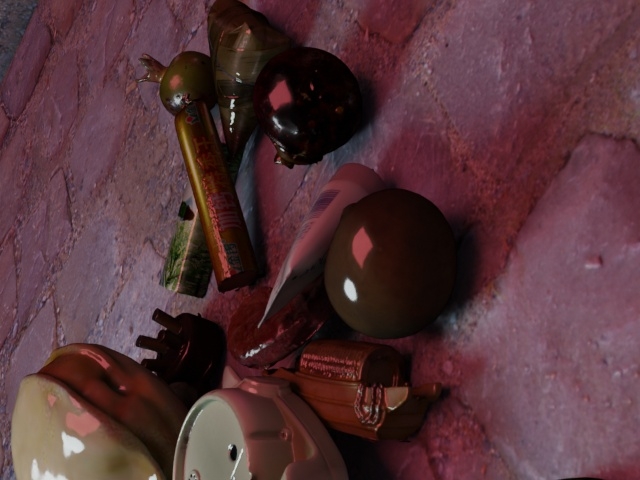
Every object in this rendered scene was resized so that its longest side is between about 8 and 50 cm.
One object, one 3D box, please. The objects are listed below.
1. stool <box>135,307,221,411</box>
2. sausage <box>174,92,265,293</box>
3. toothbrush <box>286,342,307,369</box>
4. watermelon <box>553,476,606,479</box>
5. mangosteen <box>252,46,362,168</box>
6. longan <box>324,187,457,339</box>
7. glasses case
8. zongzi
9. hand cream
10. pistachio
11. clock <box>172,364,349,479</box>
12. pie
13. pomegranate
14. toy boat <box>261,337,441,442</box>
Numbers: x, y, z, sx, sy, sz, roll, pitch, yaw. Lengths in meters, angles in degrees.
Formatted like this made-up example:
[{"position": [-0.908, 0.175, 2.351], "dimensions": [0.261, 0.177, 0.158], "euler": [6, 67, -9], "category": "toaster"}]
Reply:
[{"position": [-0.232, 0.206, 1.674], "dimensions": [0.125, 0.121, 0.217], "euler": [-34, 46, 43], "category": "stool"}, {"position": [-0.177, -0.093, 1.686], "dimensions": [0.082, 0.082, 0.371], "euler": [-40, 58, 41], "category": "sausage"}, {"position": [-0.012, 0.124, 1.478], "dimensions": [0.162, 0.014, 0.017], "euler": [-63, 16, 19], "category": "toothbrush"}, {"position": [0.194, 0.372, 0.934], "dimensions": [0.331, 0.189, 0.330], "euler": [-21, 61, 44], "category": "watermelon"}, {"position": [-0.024, -0.199, 1.498], "dimensions": [0.184, 0.173, 0.172], "euler": [-178, 102, -76], "category": "mangosteen"}, {"position": [0.083, 0.030, 1.239], "dimensions": [0.189, 0.189, 0.189], "euler": [-27, 56, 48], "category": "longan"}, {"position": [-0.216, -0.041, 1.796], "dimensions": [0.095, 0.062, 0.272], "euler": [13, 88, 56], "category": "glasses case"}, {"position": [-0.148, -0.283, 1.764], "dimensions": [0.221, 0.112, 0.242], "euler": [55, 133, 53], "category": "zongzi"}, {"position": [0.000, 0.000, 1.331], "dimensions": [0.248, 0.083, 0.133], "euler": [-53, -6, -34], "category": "hand cream"}, {"position": [-0.314, 0.363, 1.532], "dimensions": [0.365, 0.281, 0.445], "euler": [18, 126, 34], "category": "pistachio"}, {"position": [-0.098, 0.311, 1.314], "dimensions": [0.324, 0.109, 0.265], "euler": [50, 126, 49], "category": "clock"}, {"position": [-0.045, 0.090, 1.429], "dimensions": [0.219, 0.054, 0.204], "euler": [-37, 22, 21], "category": "pie"}, {"position": [-0.258, -0.285, 1.872], "dimensions": [0.129, 0.159, 0.129], "euler": [177, 90, -76], "category": "pomegranate"}, {"position": [0.032, 0.184, 1.317], "dimensions": [0.310, 0.089, 0.115], "euler": [3, 89, 56], "category": "toy boat"}]
